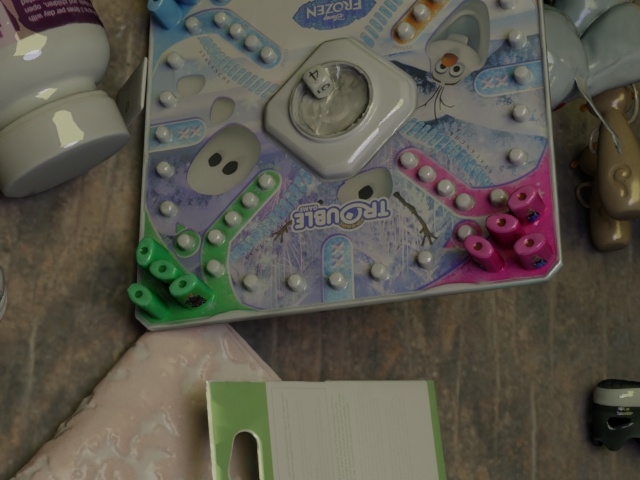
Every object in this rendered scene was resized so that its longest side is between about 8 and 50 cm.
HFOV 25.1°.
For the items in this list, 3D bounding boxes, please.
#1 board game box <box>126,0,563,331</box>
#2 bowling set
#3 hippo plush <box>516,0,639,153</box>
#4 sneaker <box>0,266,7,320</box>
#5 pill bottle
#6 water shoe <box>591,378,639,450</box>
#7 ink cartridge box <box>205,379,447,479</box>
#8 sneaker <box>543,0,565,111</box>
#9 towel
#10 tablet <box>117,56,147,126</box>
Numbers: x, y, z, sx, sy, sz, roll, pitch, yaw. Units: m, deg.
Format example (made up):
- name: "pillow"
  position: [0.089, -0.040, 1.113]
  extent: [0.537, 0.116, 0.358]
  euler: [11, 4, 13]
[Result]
- name: "board game box"
  position: [0.011, -0.128, 1.310]
  extent: [0.390, 0.050, 0.390]
  euler: [-8, 65, 17]
- name: "bowling set"
  position: [0.340, -0.076, 1.563]
  extent: [0.200, 0.287, 0.154]
  euler: [40, 42, -61]
- name: "hippo plush"
  position: [0.194, -0.165, 1.466]
  extent: [0.234, 0.236, 0.294]
  euler: [3, 62, -31]
- name: "sneaker"
  position: [-0.377, 0.033, 1.195]
  extent: [0.252, 0.111, 0.103]
  euler: [-6, 75, -27]
- name: "pill bottle"
  position: [-0.291, -0.198, 1.282]
  extent: [0.169, 0.169, 0.302]
  euler: [-25, 84, -30]
- name: "water shoe"
  position: [0.375, 0.196, 1.532]
  extent: [0.203, 0.073, 0.080]
  euler: [9, 91, -18]
- name: "ink cartridge box"
  position: [0.003, 0.211, 1.292]
  extent: [0.235, 0.056, 0.171]
  euler: [3, 71, -25]
- name: "sneaker"
  position: [0.254, -0.276, 1.609]
  extent: [0.118, 0.107, 0.279]
  euler: [2, 74, -35]
- name: "towel"
  position: [-0.110, 0.264, 1.279]
  extent: [0.317, 0.053, 0.332]
  euler: [44, 59, -6]
- name: "tablet"
  position: [-0.180, -0.134, 1.362]
  extent: [0.006, 0.083, 0.054]
  euler: [10, 69, -22]
